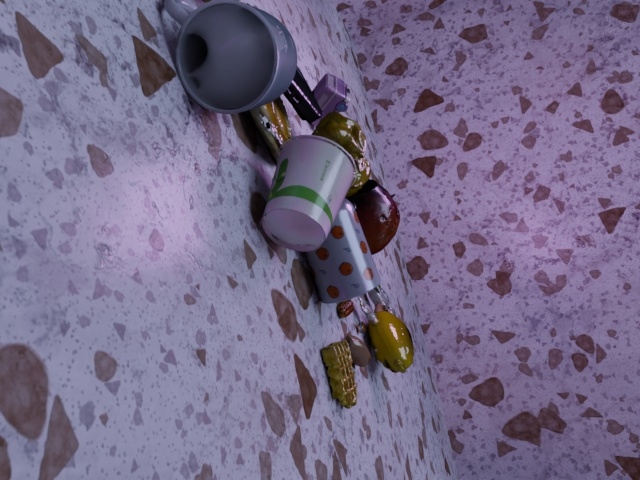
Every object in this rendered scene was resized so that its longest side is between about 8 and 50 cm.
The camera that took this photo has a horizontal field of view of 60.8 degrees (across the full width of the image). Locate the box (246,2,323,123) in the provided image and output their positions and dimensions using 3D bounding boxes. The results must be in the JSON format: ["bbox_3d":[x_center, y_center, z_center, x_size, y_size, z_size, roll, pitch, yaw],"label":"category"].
[{"bbox_3d":[-0.140,-0.596,1.867,0.359,0.091,0.350,62,12,27],"label":"box"}]

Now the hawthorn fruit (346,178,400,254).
[{"bbox_3d":[0.163,-0.091,2.153,0.316,0.316,0.316,-16,90,-73],"label":"hawthorn fruit"}]

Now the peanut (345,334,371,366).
[{"bbox_3d":[0.132,0.392,1.951,0.152,0.076,0.076,57,23,-30],"label":"peanut"}]

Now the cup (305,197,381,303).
[{"bbox_3d":[0.049,0.024,1.805,0.212,0.212,0.317,-43,114,-71],"label":"cup"}]

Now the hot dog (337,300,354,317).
[{"bbox_3d":[0.096,0.250,2.024,0.144,0.038,0.062,-18,92,-72],"label":"hot dog"}]

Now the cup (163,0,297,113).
[{"bbox_3d":[-0.236,-0.501,1.409,0.357,0.259,0.274,40,20,-2],"label":"cup"}]

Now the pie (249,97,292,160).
[{"bbox_3d":[-0.169,-0.403,1.745,0.339,0.077,0.339,-22,90,-78],"label":"pie"}]

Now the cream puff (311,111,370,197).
[{"bbox_3d":[0.074,-0.312,1.993,0.270,0.274,0.323,27,33,-3],"label":"cream puff"}]

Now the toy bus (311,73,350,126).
[{"bbox_3d":[0.024,-0.585,2.315,0.142,0.202,0.142,25,41,-24],"label":"toy bus"}]

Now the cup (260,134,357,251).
[{"bbox_3d":[-0.042,-0.125,1.578,0.253,0.253,0.274,57,39,-43],"label":"cup"}]

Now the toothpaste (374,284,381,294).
[{"bbox_3d":[0.186,0.131,2.312,0.248,0.047,0.078,50,15,-14],"label":"toothpaste"}]

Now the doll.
[{"bbox_3d":[0.273,0.358,2.284,0.348,0.161,0.423,57,14,4],"label":"doll"}]

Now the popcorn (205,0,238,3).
[{"bbox_3d":[-0.291,-0.790,1.549,0.255,0.195,0.256,54,24,-25],"label":"popcorn"}]

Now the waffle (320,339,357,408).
[{"bbox_3d":[0.069,0.434,1.750,0.160,0.055,0.211,10,66,-72],"label":"waffle"}]

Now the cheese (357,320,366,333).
[{"bbox_3d":[0.164,0.349,2.183,0.111,0.017,0.047,10,62,-70],"label":"cheese"}]
